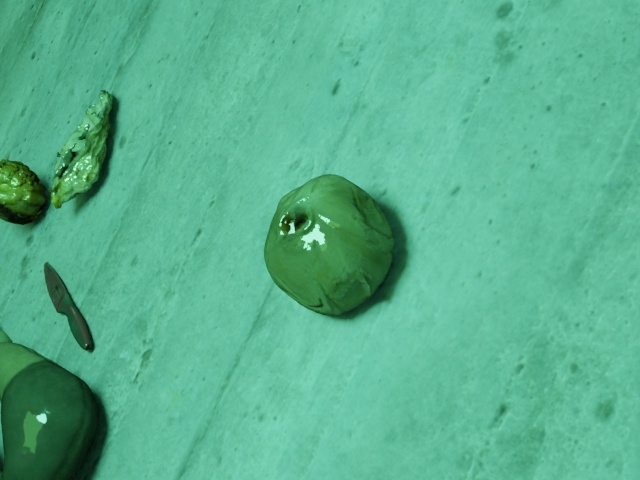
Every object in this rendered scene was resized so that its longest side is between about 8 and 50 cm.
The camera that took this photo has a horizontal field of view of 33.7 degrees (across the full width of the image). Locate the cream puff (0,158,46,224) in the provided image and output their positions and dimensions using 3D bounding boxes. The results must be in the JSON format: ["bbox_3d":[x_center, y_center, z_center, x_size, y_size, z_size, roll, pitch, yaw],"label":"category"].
[{"bbox_3d":[-0.532,-0.086,1.802,0.104,0.133,0.119,-57,32,2],"label":"cream puff"}]

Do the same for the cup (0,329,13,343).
[{"bbox_3d":[-0.611,0.160,1.707,0.255,0.202,0.173,-39,48,25],"label":"cup"}]

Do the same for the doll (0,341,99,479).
[{"bbox_3d":[-0.518,0.313,1.564,0.378,0.252,0.382,-37,54,-16],"label":"doll"}]

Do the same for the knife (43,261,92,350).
[{"bbox_3d":[-0.404,0.103,1.672,0.035,0.018,0.247,-57,40,12],"label":"knife"}]

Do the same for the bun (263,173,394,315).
[{"bbox_3d":[0.000,0.000,1.249,0.173,0.113,0.166,-13,62,43],"label":"bun"}]

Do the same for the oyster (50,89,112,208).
[{"bbox_3d":[-0.382,-0.157,1.744,0.133,0.072,0.209,-39,28,33],"label":"oyster"}]
